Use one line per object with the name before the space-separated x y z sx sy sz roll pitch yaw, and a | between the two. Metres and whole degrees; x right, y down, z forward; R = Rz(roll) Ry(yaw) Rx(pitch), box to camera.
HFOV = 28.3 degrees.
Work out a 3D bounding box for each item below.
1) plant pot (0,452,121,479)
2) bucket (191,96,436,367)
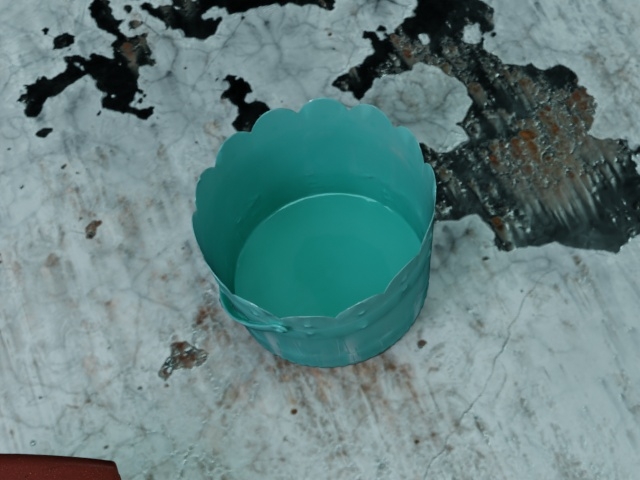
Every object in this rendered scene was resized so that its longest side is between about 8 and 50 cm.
plant pot | -0.291 0.357 1.247 0.235 0.267 0.267 -12 60 -14
bucket | 0.000 0.000 1.438 0.281 0.183 0.281 -3 60 5
